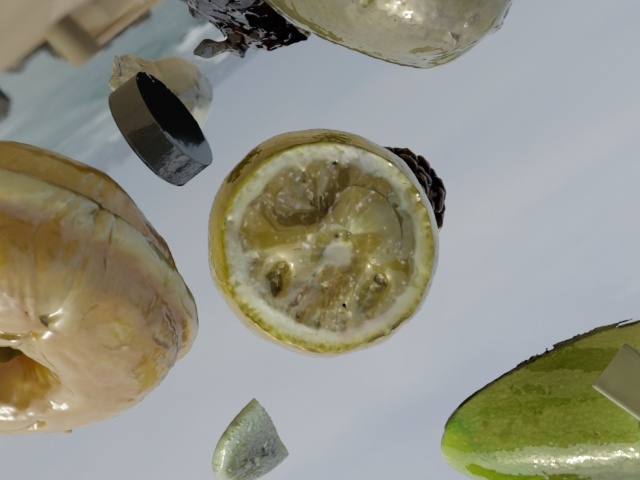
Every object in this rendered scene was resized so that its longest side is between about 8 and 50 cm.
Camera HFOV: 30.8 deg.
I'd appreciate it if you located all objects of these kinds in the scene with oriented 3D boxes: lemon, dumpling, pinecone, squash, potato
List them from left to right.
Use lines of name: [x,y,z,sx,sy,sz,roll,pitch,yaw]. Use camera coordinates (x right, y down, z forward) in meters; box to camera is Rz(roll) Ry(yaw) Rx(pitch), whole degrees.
dumpling: [-0.278,-0.257,1.999,0.147,0.193,0.258,-57,-179,20]
lemon: [0.000,0.000,1.742,0.364,0.364,0.364,-37,-170,7]
potato: [0.028,-0.206,0.693,0.160,0.235,0.178,-25,161,-24]
pinecone: [0.127,-0.067,1.986,0.179,0.184,0.204,-56,168,11]
squash: [0.327,0.244,1.584,0.309,0.233,0.210,-6,-127,37]

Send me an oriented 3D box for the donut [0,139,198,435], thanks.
donut: [-0.351,0.062,1.223,0.449,0.449,0.198,-30,-137,41]

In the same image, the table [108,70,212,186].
table: [-0.181,-0.127,1.321,0.043,0.133,0.133,-36,-170,14]

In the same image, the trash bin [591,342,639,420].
trash bin: [0.351,0.163,1.262,0.061,0.092,0.043,-54,161,5]

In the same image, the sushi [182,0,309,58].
sushi: [-0.082,-0.407,1.415,0.281,0.299,0.294,-25,166,-4]

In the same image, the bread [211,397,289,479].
bread: [-0.106,0.312,1.686,0.112,0.036,0.193,-41,148,-15]
